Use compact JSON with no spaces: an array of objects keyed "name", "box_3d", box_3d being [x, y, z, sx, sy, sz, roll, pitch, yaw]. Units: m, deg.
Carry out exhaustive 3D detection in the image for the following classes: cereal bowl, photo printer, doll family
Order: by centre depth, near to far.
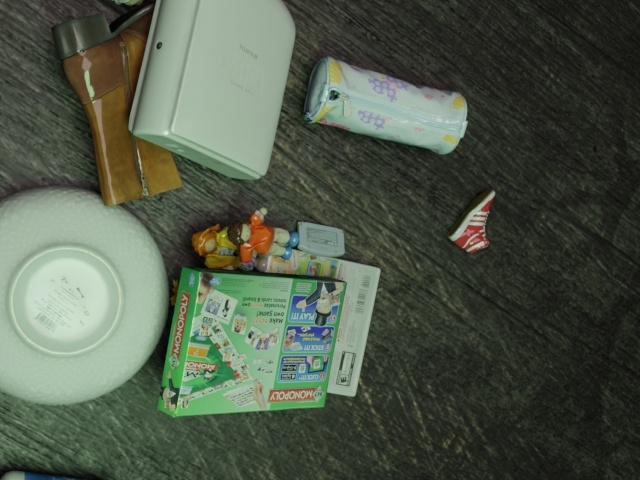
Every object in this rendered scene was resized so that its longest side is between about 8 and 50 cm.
[{"name":"cereal bowl","box_3d":[-0.382,0.083,1.457,0.339,0.141,0.338,-1,91,-22]},{"name":"photo printer","box_3d":[-0.152,-0.271,1.492,0.256,0.107,0.307,23,75,-55]},{"name":"doll family","box_3d":[-0.153,0.067,1.550,0.163,0.118,0.262,14,90,-50]}]

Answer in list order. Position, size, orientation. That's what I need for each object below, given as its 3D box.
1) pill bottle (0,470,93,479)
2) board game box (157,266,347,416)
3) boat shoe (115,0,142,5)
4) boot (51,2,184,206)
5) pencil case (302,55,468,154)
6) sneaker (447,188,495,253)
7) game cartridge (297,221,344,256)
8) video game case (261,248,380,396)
[{"name":"pill bottle","box_3d":[-0.421,0.409,1.457,0.222,0.124,0.124,13,87,-21]},{"name":"board game box","box_3d":[-0.096,0.155,1.509,0.317,0.046,0.213,7,95,-47]},{"name":"boat shoe","box_3d":[-0.287,-0.407,1.499,0.303,0.109,0.094,-5,95,-23]},{"name":"boot","box_3d":[-0.253,-0.213,1.496,0.264,0.096,0.280,-28,104,-48]},{"name":"pencil case","box_3d":[0.109,-0.224,1.641,0.273,0.124,0.113,12,87,-21]},{"name":"sneaker","box_3d":[0.286,-0.031,1.754,0.067,0.042,0.118,41,85,-13]},{"name":"game cartridge","box_3d":[0.000,0.000,1.650,0.083,0.017,0.056,11,54,-20]},{"name":"video game case","box_3d":[-0.015,0.137,1.656,0.207,0.026,0.226,12,88,-20]}]
